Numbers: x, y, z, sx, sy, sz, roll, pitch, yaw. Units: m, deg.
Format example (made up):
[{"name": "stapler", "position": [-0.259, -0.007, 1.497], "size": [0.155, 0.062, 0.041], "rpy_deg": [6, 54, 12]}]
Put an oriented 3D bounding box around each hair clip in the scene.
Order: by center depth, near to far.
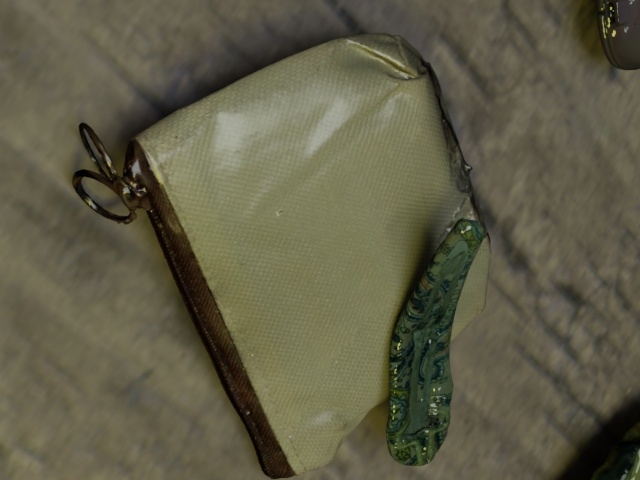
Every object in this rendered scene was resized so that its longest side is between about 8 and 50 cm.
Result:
[{"name": "hair clip", "position": [0.086, 0.078, 0.858], "size": [0.066, 0.036, 0.229], "rpy_deg": [-10, 125, -28]}]

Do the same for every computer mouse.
[{"name": "computer mouse", "position": [0.318, -0.220, 0.967], "size": [0.232, 0.057, 0.120], "rpy_deg": [-21, 111, -27]}]

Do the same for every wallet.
[{"name": "wallet", "position": [0.000, 0.002, 0.836], "size": [0.275, 0.068, 0.335], "rpy_deg": [-33, 122, -16]}]

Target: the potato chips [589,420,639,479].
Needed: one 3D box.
[{"name": "potato chips", "position": [0.317, 0.333, 1.090], "size": [0.358, 0.070, 0.429], "rpy_deg": [14, 95, -34]}]
